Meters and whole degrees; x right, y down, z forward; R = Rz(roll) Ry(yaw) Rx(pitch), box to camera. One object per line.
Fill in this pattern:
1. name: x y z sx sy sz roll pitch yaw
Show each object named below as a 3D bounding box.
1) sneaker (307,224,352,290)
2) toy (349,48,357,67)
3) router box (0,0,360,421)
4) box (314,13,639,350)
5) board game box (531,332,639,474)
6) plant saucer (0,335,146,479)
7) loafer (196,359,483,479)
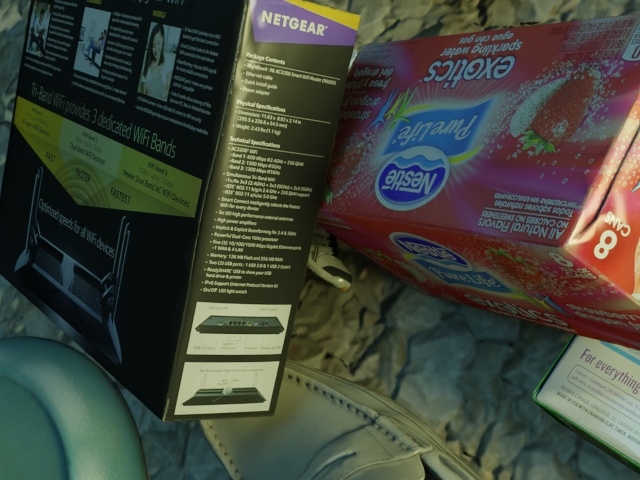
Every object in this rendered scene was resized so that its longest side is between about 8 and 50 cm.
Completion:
1. sneaker: 0.000 0.000 0.712 0.037 0.032 0.083 -45 55 4
2. toy: -0.087 -0.073 0.779 0.137 0.056 0.237 28 84 36
3. router box: -0.118 -0.053 0.671 0.309 0.081 0.242 26 107 51
4. box: 0.108 -0.031 0.552 0.257 0.128 0.122 13 72 59
5. board game box: 0.299 0.019 0.519 0.242 0.064 0.316 33 86 35
6. plant saucer: -0.272 0.219 0.759 0.318 0.044 0.317 -11 64 24
7. loafer: 0.037 0.154 0.573 0.319 0.111 0.112 27 83 35
